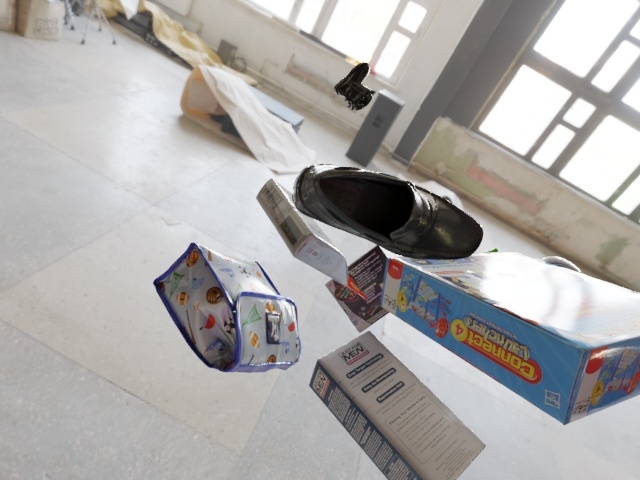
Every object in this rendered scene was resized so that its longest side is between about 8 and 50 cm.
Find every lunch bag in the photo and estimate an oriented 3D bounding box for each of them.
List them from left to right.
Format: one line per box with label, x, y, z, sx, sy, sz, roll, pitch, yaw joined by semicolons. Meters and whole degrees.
lunch bag;-0.244;0.217;1.260;0.385;0.239;0.328;52;14;29

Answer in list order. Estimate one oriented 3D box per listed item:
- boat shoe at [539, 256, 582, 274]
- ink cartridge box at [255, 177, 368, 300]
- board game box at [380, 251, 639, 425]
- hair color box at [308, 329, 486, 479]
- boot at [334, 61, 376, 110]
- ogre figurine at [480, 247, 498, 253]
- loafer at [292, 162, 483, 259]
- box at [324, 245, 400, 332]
boat shoe;0.473;0.127;0.784;0.228;0.080;0.076;51;24;-20
ink cartridge box;0.000;0.000;0.792;0.232;0.066;0.189;29;17;-43
board game box;0.301;0.102;0.606;0.309;0.086;0.302;-1;16;-30
hair color box;0.154;0.375;0.921;0.174;0.105;0.347;-19;48;-38
boot;0.102;-0.392;1.077;0.099;0.121;0.045;48;-2;34
ogre figurine;0.546;0.087;1.399;0.096;0.118;0.197;60;3;-1
loafer;0.080;-0.024;0.437;0.224;0.076;0.078;16;0;-19
box;0.139;0.097;1.031;0.142;0.163;0.247;54;17;8
